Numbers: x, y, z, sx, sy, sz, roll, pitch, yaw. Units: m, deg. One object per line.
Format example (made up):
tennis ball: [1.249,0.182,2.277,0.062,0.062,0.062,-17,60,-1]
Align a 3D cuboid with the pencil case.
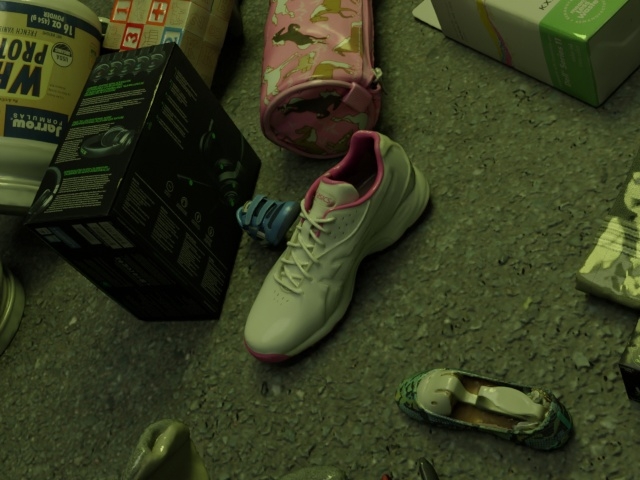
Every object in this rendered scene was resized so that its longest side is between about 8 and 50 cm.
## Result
pencil case: [0.004,-0.300,1.156,0.167,0.160,0.386,6,53,-8]

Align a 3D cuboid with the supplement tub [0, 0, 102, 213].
supplement tub: [-0.455,-0.199,1.221,0.228,0.228,0.316,1,85,28]

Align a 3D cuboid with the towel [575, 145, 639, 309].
towel: [0.458,-0.029,0.800,0.324,0.056,0.312,21,72,35]

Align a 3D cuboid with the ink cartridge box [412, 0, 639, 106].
ink cartridge box: [0.281,-0.343,1.063,0.207,0.119,0.353,-45,49,-7]

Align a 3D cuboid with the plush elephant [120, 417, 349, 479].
plush elephant: [-0.089,0.305,0.684,0.330,0.255,0.271,5,73,36]

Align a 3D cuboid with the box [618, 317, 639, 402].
box: [0.313,0.118,0.738,0.062,0.083,0.052,18,67,36]

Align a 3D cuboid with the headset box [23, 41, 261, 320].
headset box: [-0.208,-0.077,1.046,0.131,0.246,0.283,-4,57,25]

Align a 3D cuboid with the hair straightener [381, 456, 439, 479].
hair straightener: [0.136,0.296,0.728,0.089,0.047,0.230,-30,49,6]

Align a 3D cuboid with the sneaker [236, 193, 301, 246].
sneaker: [-0.068,-0.028,1.017,0.053,0.059,0.144,-54,12,-20]

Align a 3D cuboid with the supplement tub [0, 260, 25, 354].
supplement tub: [-0.596,0.043,1.107,0.241,0.331,0.241,-14,52,19]

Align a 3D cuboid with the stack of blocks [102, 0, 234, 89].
stack of blocks: [-0.246,-0.297,1.253,0.171,0.087,0.297,15,91,35]

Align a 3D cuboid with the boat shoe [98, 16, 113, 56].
boat shoe: [-0.477,-0.257,1.399,0.340,0.127,0.113,-24,50,13]

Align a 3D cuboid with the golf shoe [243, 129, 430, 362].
golf shoe: [0.000,0.000,0.954,0.115,0.140,0.306,28,74,37]

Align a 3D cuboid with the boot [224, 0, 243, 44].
boot: [-0.130,-0.495,1.402,0.223,0.118,0.338,-24,54,2]

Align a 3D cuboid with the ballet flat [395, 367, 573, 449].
ballet flat: [0.154,0.156,0.809,0.188,0.070,0.070,5,60,31]
